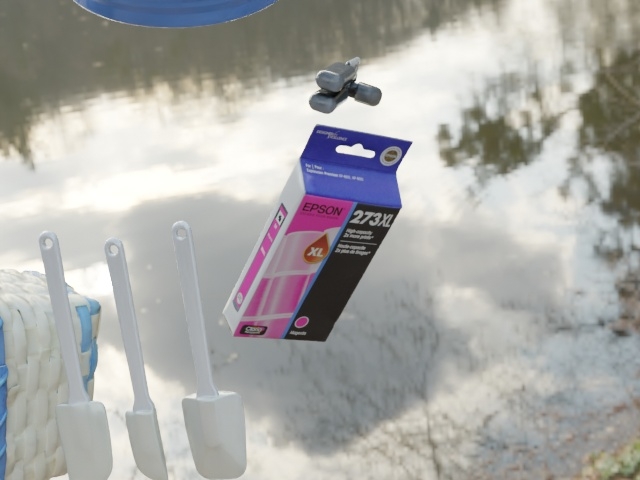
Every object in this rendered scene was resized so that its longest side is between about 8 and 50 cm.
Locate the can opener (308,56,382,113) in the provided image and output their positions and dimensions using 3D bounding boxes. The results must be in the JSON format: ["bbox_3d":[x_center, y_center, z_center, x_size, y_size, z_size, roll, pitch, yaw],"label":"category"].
[{"bbox_3d":[0.045,-0.258,1.870,0.093,0.074,0.280,19,16,10],"label":"can opener"}]

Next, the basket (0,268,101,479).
[{"bbox_3d":[-0.364,0.147,1.073,0.201,0.254,0.289,19,17,40],"label":"basket"}]

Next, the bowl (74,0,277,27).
[{"bbox_3d":[-0.209,-0.438,1.671,0.391,0.077,0.391,1,41,0],"label":"bowl"}]

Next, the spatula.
[{"bbox_3d":[-0.158,0.103,0.985,0.168,0.242,0.019,-5,12,10],"label":"spatula"}]

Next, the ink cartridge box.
[{"bbox_3d":[0.000,0.000,1.703,0.176,0.370,0.069,7,34,-32],"label":"ink cartridge box"}]
